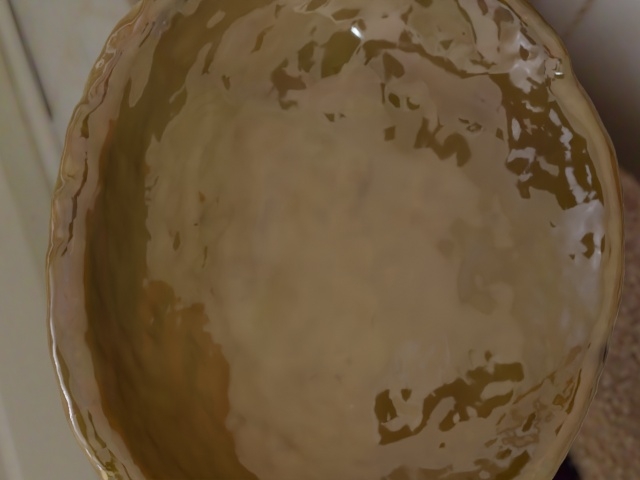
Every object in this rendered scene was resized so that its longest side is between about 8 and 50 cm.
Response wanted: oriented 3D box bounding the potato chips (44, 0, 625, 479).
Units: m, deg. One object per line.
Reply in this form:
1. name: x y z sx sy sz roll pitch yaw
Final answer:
1. potato chips: 0.000 0.001 0.558 0.195 0.208 0.062 -22 180 -18
